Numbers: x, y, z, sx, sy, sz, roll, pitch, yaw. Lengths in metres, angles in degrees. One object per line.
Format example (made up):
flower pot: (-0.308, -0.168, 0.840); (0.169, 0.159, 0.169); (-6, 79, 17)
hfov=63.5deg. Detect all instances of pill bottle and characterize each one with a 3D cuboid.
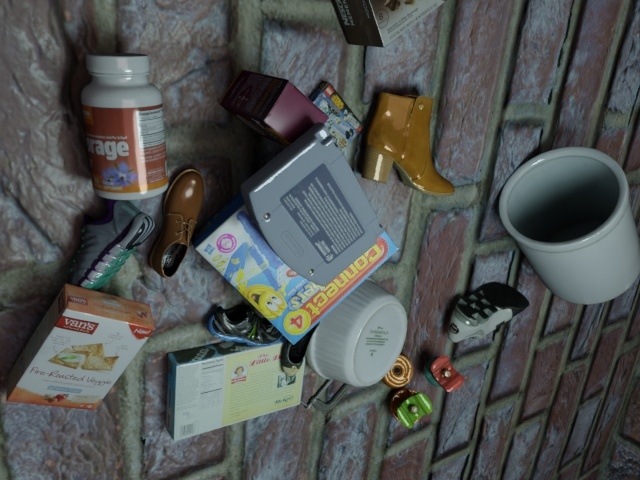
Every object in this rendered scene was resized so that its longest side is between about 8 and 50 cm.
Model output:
pill bottle: (-0.312, -0.183, 0.825); (0.121, 0.121, 0.216); (-12, 116, -31)

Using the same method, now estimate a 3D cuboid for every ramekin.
ramekin: (0.099, 0.229, 1.259); (0.272, 0.127, 0.273); (-21, 120, -41)

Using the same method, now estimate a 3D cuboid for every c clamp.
c clamp: (0.024, 0.399, 1.384); (0.160, 0.022, 0.137); (-44, 128, -11)

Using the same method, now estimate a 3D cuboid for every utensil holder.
utensil holder: (0.748, -0.029, 1.518); (0.328, 0.327, 0.385); (-53, 131, -4)

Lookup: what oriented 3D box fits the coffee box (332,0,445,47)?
coffee box: (0.165, -0.531, 1.011); (0.297, 0.118, 0.168); (-39, 129, -15)

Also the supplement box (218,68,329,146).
supplement box: (-0.088, -0.232, 0.918); (0.104, 0.188, 0.081); (34, 89, -40)

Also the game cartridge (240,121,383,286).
game cartridge: (-0.011, -0.045, 0.929); (0.196, 0.060, 0.294); (-42, 136, -7)

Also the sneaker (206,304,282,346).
sneaker: (-0.154, 0.183, 1.133); (0.188, 0.067, 0.078); (15, 107, -36)

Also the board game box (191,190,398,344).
board game box: (-0.046, 0.004, 1.054); (0.308, 0.086, 0.302); (-43, 116, -3)

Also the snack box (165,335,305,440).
snack box: (-0.183, 0.318, 1.175); (0.321, 0.060, 0.187); (-5, 111, -34)

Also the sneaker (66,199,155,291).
sneaker: (-0.393, 0.016, 0.904); (0.098, 0.083, 0.224); (45, 95, 0)

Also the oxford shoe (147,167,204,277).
oxford shoe: (-0.257, -0.029, 0.963); (0.076, 0.076, 0.213); (12, 101, -36)

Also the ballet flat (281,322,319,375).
ballet flat: (-0.046, 0.231, 1.166); (0.057, 0.049, 0.173); (11, 104, -33)

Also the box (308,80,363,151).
box: (0.021, -0.253, 1.091); (0.094, 0.027, 0.137); (-51, 130, -4)

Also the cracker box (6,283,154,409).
cracker box: (-0.420, 0.194, 0.906); (0.155, 0.067, 0.232); (23, 114, -39)

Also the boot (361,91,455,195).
boot: (0.234, -0.224, 1.206); (0.294, 0.104, 0.212); (7, 106, -33)

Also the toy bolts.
toy bolts: (0.280, 0.405, 1.530); (0.228, 0.158, 0.218); (-30, 85, -10)

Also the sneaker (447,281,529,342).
sneaker: (0.511, 0.230, 1.610); (0.330, 0.122, 0.146); (-9, 133, -33)
